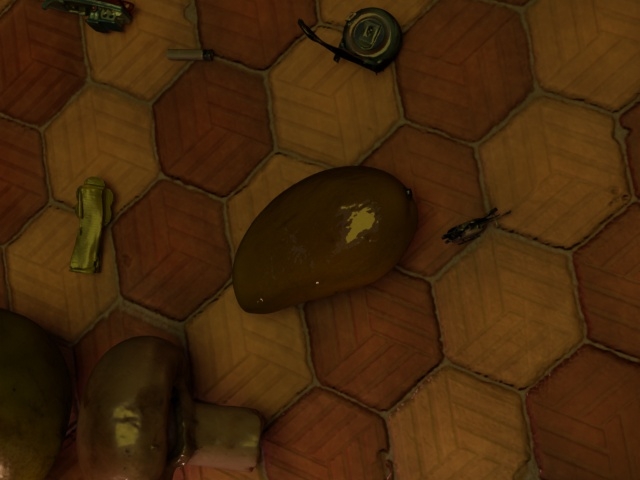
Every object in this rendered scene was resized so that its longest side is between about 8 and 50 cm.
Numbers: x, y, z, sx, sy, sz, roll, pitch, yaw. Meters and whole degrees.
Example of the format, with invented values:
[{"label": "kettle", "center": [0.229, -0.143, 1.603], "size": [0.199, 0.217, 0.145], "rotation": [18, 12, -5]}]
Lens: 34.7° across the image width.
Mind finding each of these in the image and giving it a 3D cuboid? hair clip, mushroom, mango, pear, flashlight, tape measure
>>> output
[{"label": "hair clip", "center": [-0.404, -0.027, 1.819], "size": [0.072, 0.046, 0.173], "rotation": [4, 89, 8]}, {"label": "mushroom", "center": [-0.238, 0.302, 1.645], "size": [0.290, 0.292, 0.292], "rotation": [7, 88, 0]}, {"label": "mango", "center": [0.000, -0.009, 1.645], "size": [0.331, 0.142, 0.195], "rotation": [-18, 77, 18]}, {"label": "pear", "center": [-0.562, 0.285, 1.739], "size": [0.287, 0.287, 0.375], "rotation": [-9, 100, 16]}, {"label": "flashlight", "center": [-0.228, -0.326, 1.799], "size": [0.083, 0.018, 0.018], "rotation": [3, 86, 17]}, {"label": "tape measure", "center": [0.055, -0.336, 1.638], "size": [0.104, 0.180, 0.107], "rotation": [26, 95, 33]}]

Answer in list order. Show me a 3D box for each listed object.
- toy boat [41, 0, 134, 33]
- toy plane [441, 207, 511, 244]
[{"label": "toy boat", "center": [-0.418, -0.414, 1.837], "size": [0.173, 0.069, 0.059], "rotation": [15, 83, 13]}, {"label": "toy plane", "center": [0.245, -0.023, 1.618], "size": [0.120, 0.049, 0.031], "rotation": [-23, 80, -3]}]
